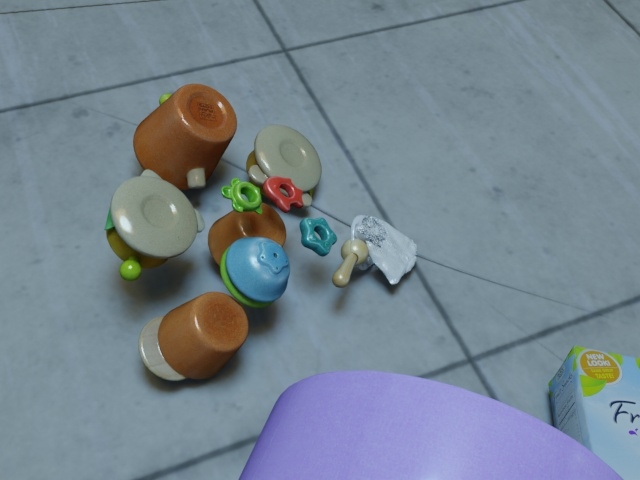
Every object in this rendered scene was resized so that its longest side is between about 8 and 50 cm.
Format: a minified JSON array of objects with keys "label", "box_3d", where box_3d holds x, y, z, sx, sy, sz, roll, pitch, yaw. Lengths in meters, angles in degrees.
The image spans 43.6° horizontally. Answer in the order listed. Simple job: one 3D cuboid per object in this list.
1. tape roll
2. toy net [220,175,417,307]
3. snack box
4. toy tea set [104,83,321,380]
[{"label":"tape roll","box_3d":[0.076,0.206,0.554,0.275,0.274,0.090,20,55,10]},{"label":"toy net","box_3d":[0.000,0.000,0.807,0.232,0.045,0.122,1,62,-41]},{"label":"snack box","box_3d":[0.300,0.203,0.686,0.175,0.070,0.207,10,43,-5]},{"label":"toy tea set","box_3d":[-0.132,-0.013,0.828,0.200,0.124,0.336,34,47,-17]}]
